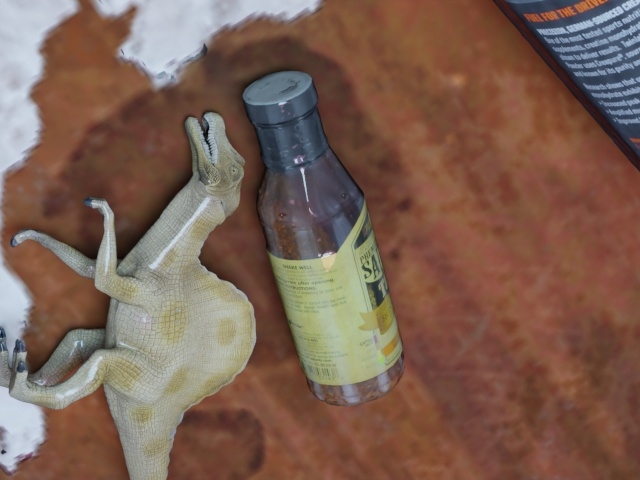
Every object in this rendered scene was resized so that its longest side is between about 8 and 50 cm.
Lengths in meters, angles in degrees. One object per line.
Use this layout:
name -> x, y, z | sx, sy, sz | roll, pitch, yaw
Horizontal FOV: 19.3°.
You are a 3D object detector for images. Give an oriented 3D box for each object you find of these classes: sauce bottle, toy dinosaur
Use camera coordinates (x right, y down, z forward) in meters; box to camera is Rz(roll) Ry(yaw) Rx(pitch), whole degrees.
sauce bottle -> 0.000, 0.000, 0.692 | 0.042, 0.042, 0.128 | -19, 121, -6
toy dinosaur -> -0.070, 0.044, 0.688 | 0.092, 0.053, 0.183 | 3, 114, -19

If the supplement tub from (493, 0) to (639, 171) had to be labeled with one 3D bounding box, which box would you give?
supplement tub -> 0.111, -0.100, 0.638 | 0.106, 0.106, 0.198 | -42, 119, 7
